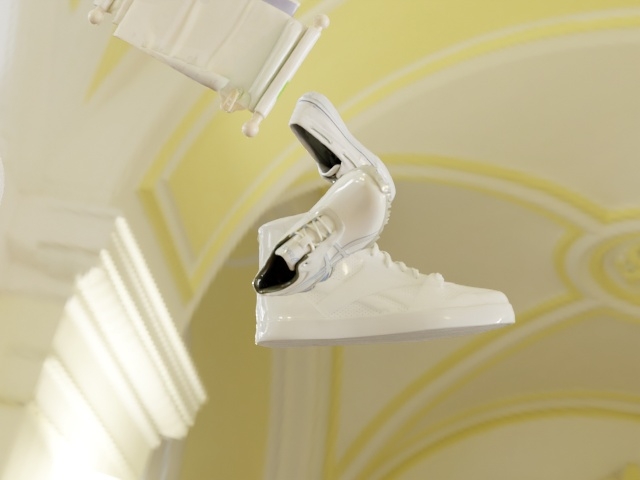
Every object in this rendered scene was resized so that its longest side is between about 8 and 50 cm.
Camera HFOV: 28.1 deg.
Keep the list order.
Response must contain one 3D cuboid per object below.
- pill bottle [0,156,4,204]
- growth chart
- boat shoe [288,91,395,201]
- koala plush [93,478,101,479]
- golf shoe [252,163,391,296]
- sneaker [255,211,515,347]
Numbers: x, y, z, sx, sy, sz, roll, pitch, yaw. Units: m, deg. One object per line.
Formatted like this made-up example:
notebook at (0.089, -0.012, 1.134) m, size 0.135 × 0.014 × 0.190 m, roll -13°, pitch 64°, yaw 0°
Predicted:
pill bottle at (-0.538, -0.077, 1.543) m, size 0.161 × 0.161 × 0.283 m, roll -4°, pitch -4°, yaw 31°
growth chart at (-0.110, -0.228, 1.270) m, size 0.237 × 0.172 × 0.021 m, roll 34°, pitch -15°, yaw 14°
boat shoe at (0.025, -0.122, 1.960) m, size 0.226 × 0.076 × 0.083 m, roll 48°, pitch -34°, yaw -22°
koala plush at (-0.236, 0.316, 1.014) m, size 0.221 × 0.203 × 0.196 m, roll -32°, pitch -54°, yaw 6°
golf shoe at (0.000, 0.000, 1.236) m, size 0.069 × 0.086 × 0.176 m, roll 48°, pitch -55°, yaw 12°
sneaker at (0.071, 0.030, 1.441) m, size 0.292 × 0.169 × 0.108 m, roll -1°, pitch -14°, yaw -4°
